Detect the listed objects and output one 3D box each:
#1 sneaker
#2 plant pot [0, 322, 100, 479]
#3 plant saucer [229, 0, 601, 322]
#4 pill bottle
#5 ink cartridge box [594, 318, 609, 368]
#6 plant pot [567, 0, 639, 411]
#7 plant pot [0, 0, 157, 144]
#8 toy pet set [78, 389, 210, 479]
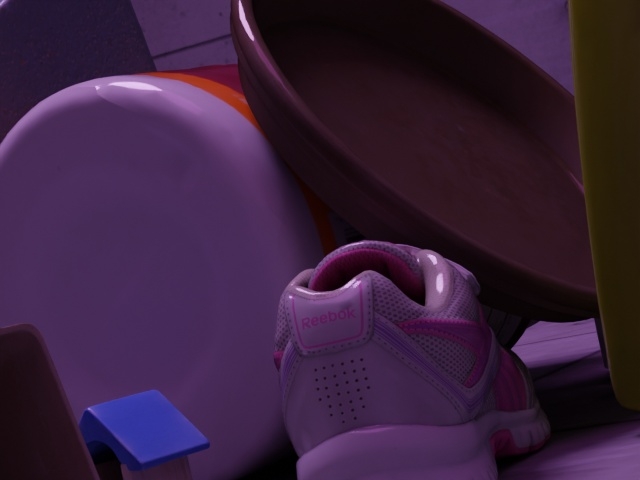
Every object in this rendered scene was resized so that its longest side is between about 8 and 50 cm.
[{"bbox_3d":[0.041,0.052,0.837,0.103,0.111,0.252,-12,0,9],"label":"sneaker"},{"bbox_3d":[-0.141,0.101,0.616,0.096,0.109,0.109,-27,-7,32],"label":"plant pot"},{"bbox_3d":[0.068,-0.051,0.975,0.278,0.278,0.041,-13,-37,-56],"label":"plant saucer"},{"bbox_3d":[0.000,0.000,1.107,0.224,0.224,0.392,-12,1,33],"label":"pill bottle"},{"bbox_3d":[0.238,0.031,1.099,0.198,0.067,0.115,-11,-1,-27],"label":"ink cartridge box"},{"bbox_3d":[0.266,-0.048,0.825,0.228,0.227,0.207,-12,6,-41],"label":"plant pot"},{"bbox_3d":[-0.230,-0.015,1.181,0.247,0.252,0.248,-11,28,33],"label":"plant pot"},{"bbox_3d":[-0.102,0.108,0.821,0.122,0.065,0.114,-12,1,45],"label":"toy pet set"}]
